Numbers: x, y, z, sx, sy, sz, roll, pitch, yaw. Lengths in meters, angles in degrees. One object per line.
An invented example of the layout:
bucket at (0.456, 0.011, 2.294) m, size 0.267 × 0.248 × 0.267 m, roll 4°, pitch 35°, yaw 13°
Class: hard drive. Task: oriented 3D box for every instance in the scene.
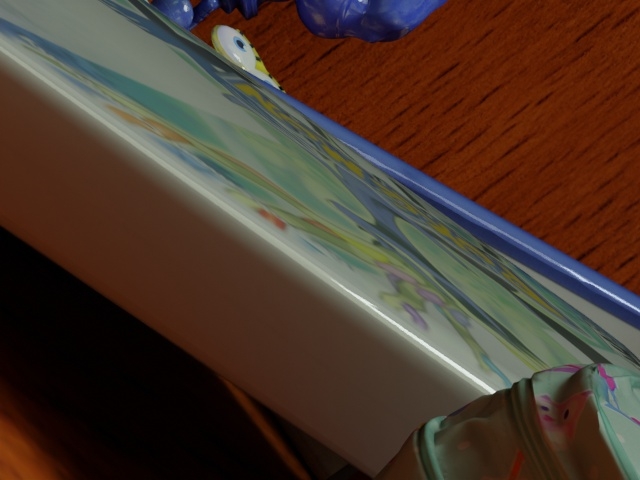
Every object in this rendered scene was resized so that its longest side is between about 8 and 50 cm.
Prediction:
hard drive at (0.041, -0.007, 0.825) m, size 0.318 × 0.040 × 0.210 m, roll 29°, pitch 2°, yaw -10°

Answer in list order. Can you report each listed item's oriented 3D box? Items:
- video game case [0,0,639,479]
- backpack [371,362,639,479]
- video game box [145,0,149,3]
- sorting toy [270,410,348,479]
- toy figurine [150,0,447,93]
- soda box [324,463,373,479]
video game case at (0.000, 0.000, 0.548) m, size 0.329 × 0.036 × 0.300 m, roll 36°, pitch 7°, yaw -15°
backpack at (0.062, 0.113, 0.333) m, size 0.182 × 0.115 × 0.152 m, roll 52°, pitch 4°, yaw 18°
video game box at (-0.138, -0.152, 1.016) m, size 0.205 × 0.048 × 0.187 m, roll 55°, pitch 0°, yaw 11°
sorting toy at (-0.006, 0.047, 0.863) m, size 0.193 × 0.038 × 0.208 m, roll 55°, pitch 3°, yaw 13°
toy figurine at (-0.035, -0.203, 1.186) m, size 0.362 × 0.217 × 0.191 m, roll 53°, pitch -15°, yaw 18°
soda box at (0.080, 0.147, 0.686) m, size 0.216 × 0.074 × 0.069 m, roll 52°, pitch 2°, yaw -42°
